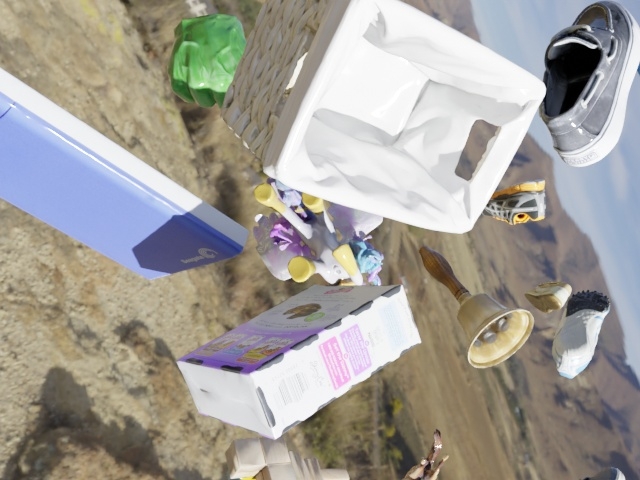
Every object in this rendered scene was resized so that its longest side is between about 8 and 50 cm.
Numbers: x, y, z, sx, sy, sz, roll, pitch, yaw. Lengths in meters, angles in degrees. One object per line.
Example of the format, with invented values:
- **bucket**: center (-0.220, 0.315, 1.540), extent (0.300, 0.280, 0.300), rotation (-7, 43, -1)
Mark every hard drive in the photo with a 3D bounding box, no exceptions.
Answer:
- **hard drive**: center (-0.268, -0.055, 0.792), extent (0.319, 0.210, 0.040), rotation (35, 56, -34)

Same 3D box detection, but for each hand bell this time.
- **hand bell**: center (0.238, 0.089, 1.193), extent (0.242, 0.126, 0.126), rotation (53, -2, 43)

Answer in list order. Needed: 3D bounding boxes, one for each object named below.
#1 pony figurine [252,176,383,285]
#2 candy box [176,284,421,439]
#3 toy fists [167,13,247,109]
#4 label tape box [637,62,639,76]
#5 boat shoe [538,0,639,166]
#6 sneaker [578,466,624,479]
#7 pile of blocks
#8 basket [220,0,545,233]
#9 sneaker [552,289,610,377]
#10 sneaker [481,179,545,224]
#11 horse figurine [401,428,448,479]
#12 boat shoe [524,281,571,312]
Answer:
- **pony figurine**: center (0.000, 0.000, 1.424), extent (0.351, 0.303, 0.363), rotation (63, 8, 30)
- **candy box**: center (-0.023, 0.115, 0.726), extent (0.196, 0.165, 0.070), rotation (-26, 101, -33)
- **toy fists**: center (-0.085, -0.259, 1.025), extent (0.096, 0.279, 0.142), rotation (95, -13, -52)
- **label tape box**: center (0.895, -0.324, 1.530), extent (0.115, 0.249, 0.347), rotation (41, 29, -66)
- **boat shoe**: center (0.347, -0.238, 0.921), extent (0.102, 0.108, 0.301), rotation (43, 55, -29)
- **sneaker**: center (0.509, 0.594, 1.558), extent (0.148, 0.350, 0.131), rotation (52, 2, 13)
- **pile of blocks**: center (-0.057, 0.417, 1.101), extent (0.362, 0.149, 0.112), rotation (50, 16, -53)
- **basket**: center (0.035, -0.086, 0.434), extent (0.167, 0.113, 0.103), rotation (13, 21, -39)
- **sneaker**: center (0.535, 0.186, 1.434), extent (0.237, 0.085, 0.086), rotation (-45, 145, -41)
- **sneaker**: center (0.409, -0.072, 1.495), extent (0.215, 0.084, 0.083), rotation (156, -78, -74)
- **horse figurine**: center (0.200, 0.546, 1.538), extent (0.066, 0.263, 0.174), rotation (37, -30, 18)
- **boat shoe**: center (0.407, 0.098, 1.234), extent (0.050, 0.045, 0.135), rotation (47, -7, -1)
